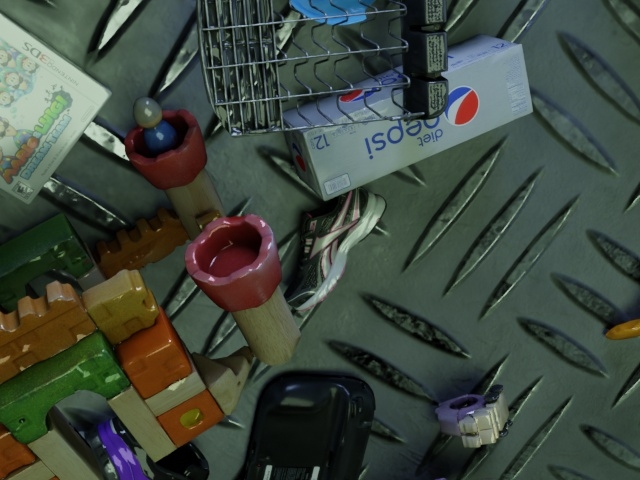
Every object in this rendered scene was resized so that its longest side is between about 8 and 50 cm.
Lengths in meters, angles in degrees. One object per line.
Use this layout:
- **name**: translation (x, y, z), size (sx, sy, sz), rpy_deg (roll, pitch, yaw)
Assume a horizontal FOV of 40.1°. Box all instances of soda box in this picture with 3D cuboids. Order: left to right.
- **soda box**: translation (0.103, -0.152, 1.047), size (0.286, 0.098, 0.091), rpy_deg (-24, 117, -11)

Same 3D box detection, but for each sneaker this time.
- **sneaker**: translation (-0.203, 0.341, 1.136), size (0.146, 0.102, 0.293), rpy_deg (-26, 119, -11)
- **sneaker**: translation (0.000, 0.000, 1.099), size (0.077, 0.072, 0.178), rpy_deg (34, 89, -18)

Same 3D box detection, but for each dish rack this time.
- **dish rack**: translation (0.007, -0.211, 0.905), size (0.271, 0.074, 0.208), rpy_deg (-9, 106, -14)

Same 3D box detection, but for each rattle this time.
- **rattle**: translation (0.519, 0.050, 1.342), size (0.130, 0.142, 0.200), rpy_deg (-19, 106, -49)

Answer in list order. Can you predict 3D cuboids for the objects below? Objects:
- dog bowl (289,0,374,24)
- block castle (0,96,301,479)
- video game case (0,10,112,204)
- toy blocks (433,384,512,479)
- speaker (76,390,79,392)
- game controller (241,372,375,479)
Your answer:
- **dog bowl**: translation (0.075, -0.344, 0.967), size (0.297, 0.074, 0.166), rpy_deg (-18, 117, -13)
- **block castle**: translation (-0.272, 0.069, 0.865), size (0.453, 0.303, 0.213), rpy_deg (-29, 135, -8)
- **video game case**: translation (-0.325, -0.137, 0.927), size (0.143, 0.019, 0.157), rpy_deg (35, 96, -30)
- **toy blocks**: translation (0.141, 0.405, 1.230), size (0.260, 0.288, 0.309), rpy_deg (-11, 98, 26)
- **speaker**: translation (-0.352, 0.178, 1.034), size (0.136, 0.055, 0.055), rpy_deg (-23, 119, -11)
- **game controller**: translation (-0.027, 0.332, 1.236), size (0.166, 0.067, 0.319), rpy_deg (9, 108, -10)
